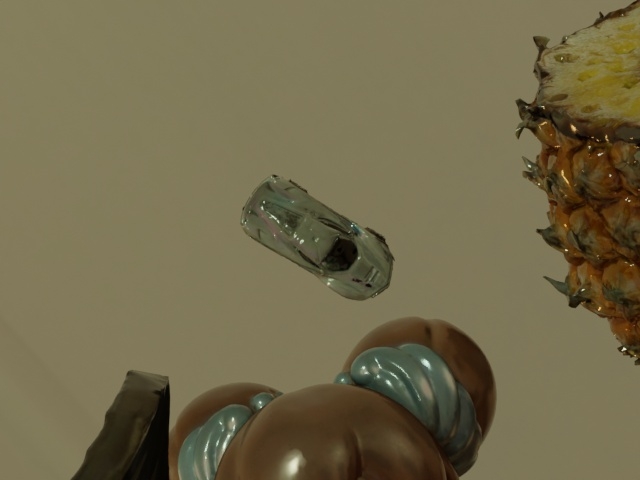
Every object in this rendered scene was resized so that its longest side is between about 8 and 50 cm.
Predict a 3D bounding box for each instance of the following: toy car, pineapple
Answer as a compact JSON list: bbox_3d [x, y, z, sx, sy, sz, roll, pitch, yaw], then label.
[{"bbox_3d":[0.000,0.000,1.118,0.041,0.093,0.025,-59,4,4],"label":"toy car"},{"bbox_3d":[0.353,-0.050,1.745,0.352,0.300,0.352,-16,32,10],"label":"pineapple"}]

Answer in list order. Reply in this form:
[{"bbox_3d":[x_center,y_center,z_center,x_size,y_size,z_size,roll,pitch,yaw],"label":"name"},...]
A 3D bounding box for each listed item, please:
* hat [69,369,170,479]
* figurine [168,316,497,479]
[{"bbox_3d":[-0.127,0.259,1.057,0.366,0.257,0.382,-42,-2,-26],"label":"hat"},{"bbox_3d":[0.046,0.264,1.520,0.276,0.388,0.248,-21,-9,3],"label":"figurine"}]
